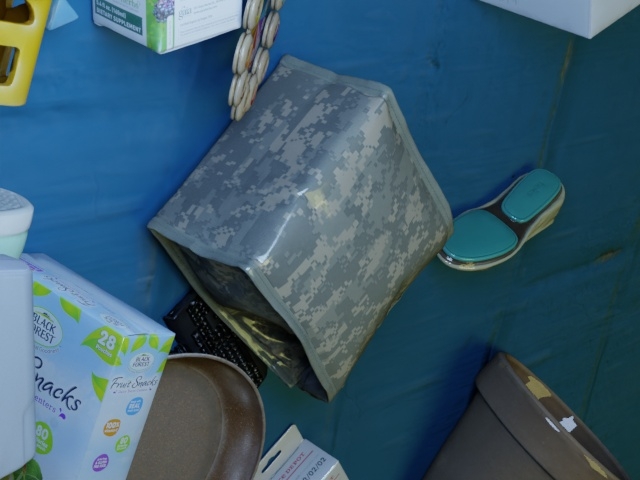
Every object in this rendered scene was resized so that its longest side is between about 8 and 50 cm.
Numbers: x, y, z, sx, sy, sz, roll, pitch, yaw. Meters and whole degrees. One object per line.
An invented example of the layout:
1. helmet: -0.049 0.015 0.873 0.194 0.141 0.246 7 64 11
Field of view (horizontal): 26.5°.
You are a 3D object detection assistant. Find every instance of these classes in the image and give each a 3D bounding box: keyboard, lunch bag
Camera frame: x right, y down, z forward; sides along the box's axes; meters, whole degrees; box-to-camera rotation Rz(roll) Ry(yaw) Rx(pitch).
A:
1. keyboard: -0.105 0.125 1.426 0.100 0.038 0.192 -48 141 -19
2. lunch bag: 0.000 0.000 1.357 0.235 0.169 0.287 -53 140 -18

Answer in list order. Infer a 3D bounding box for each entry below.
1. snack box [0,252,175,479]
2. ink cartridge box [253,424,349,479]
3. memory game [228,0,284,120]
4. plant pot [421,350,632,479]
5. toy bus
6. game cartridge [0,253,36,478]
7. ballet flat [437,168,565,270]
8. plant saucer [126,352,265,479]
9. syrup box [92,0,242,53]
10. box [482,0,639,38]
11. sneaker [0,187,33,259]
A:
1. snack box: -0.233 0.136 1.157 0.070 0.174 0.207 4 109 -55
2. ink cartridge box: -0.017 0.314 1.636 0.104 0.061 0.181 -48 142 -19
3. memory game: -0.051 -0.196 1.217 0.186 0.012 0.186 16 90 -88
4. plant pot: 0.256 0.317 1.855 0.229 0.263 0.263 -44 145 8
5. toy bus: -0.241 -0.196 0.988 0.191 0.104 0.202 -46 142 -22
6. game cartridge: -0.323 0.122 0.964 0.297 0.062 0.198 -26 132 -46
7. ballet flat: 0.222 -0.008 1.712 0.248 0.086 0.086 -30 134 -38
8. plant saucer: -0.192 0.237 1.358 0.310 0.050 0.311 -26 133 -31
9. syrup box: -0.123 -0.282 1.086 0.096 0.093 0.237 -26 131 -39
10. box: 0.261 -0.306 1.476 0.130 0.170 0.091 -35 136 -31
11. sneaker: -0.336 0.046 1.038 0.256 0.094 0.151 -8 118 -48
